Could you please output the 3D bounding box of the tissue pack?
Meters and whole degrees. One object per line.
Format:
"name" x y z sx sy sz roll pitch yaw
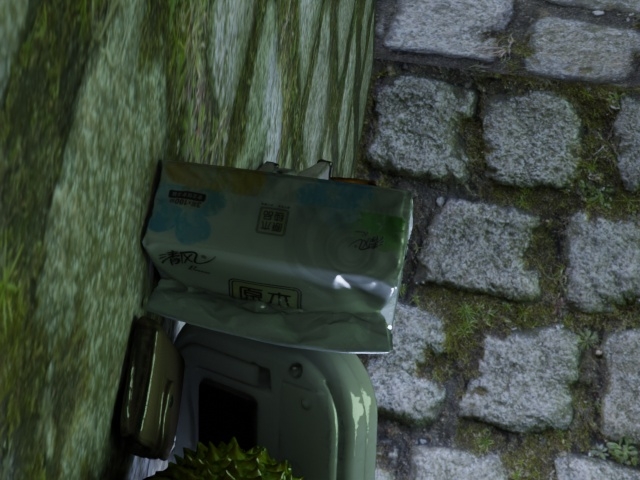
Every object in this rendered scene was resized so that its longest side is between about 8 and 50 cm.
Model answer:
"tissue pack" -0.038 0.029 1.107 0.159 0.229 0.145 88 12 -69

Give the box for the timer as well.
"timer" -0.056 0.202 1.207 0.087 0.237 0.262 -22 120 -51

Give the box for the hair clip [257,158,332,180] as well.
"hair clip" -0.058 -0.049 1.587 0.331 0.101 0.085 -55 156 -75

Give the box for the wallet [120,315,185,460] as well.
"wallet" -0.151 0.142 1.104 0.153 0.038 0.118 86 10 -73

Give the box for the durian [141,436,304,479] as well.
"durian" -0.084 0.321 1.055 0.291 0.224 0.291 16 90 -89

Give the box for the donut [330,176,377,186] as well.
"donut" -0.003 -0.006 2.051 0.101 0.152 0.259 121 -14 -62
